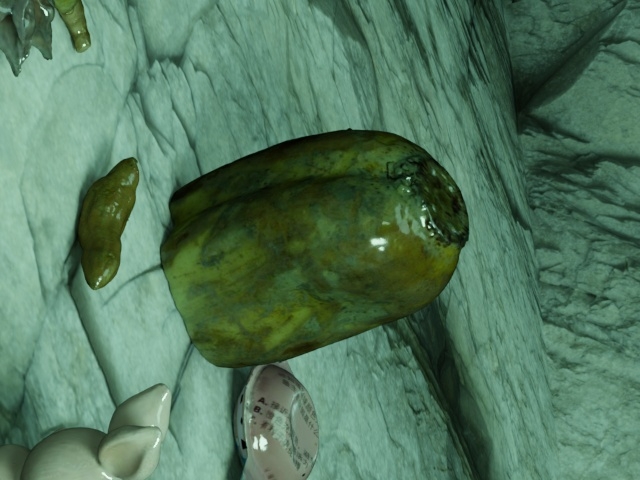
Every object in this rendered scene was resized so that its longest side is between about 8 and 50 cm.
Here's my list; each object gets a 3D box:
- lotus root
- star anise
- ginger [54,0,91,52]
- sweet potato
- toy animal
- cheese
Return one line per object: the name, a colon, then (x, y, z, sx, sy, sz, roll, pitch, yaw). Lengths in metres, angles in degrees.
lotus root: (0.000, 0.000, 1.682, 0.250, 0.346, 0.250, 40, 41, -47)
star anise: (-0.305, -0.265, 1.398, 0.195, 0.065, 0.182, 52, 30, -43)
ginger: (-0.268, -0.251, 1.542, 0.048, 0.030, 0.097, -21, 96, -72)
sweet potato: (-0.223, -0.011, 1.478, 0.053, 0.054, 0.182, 105, -8, -45)
toy animal: (-0.196, 0.205, 1.187, 0.124, 0.212, 0.124, 43, 38, -46)
cheese: (-0.060, 0.259, 1.730, 0.286, 0.074, 0.189, -75, 146, -47)
